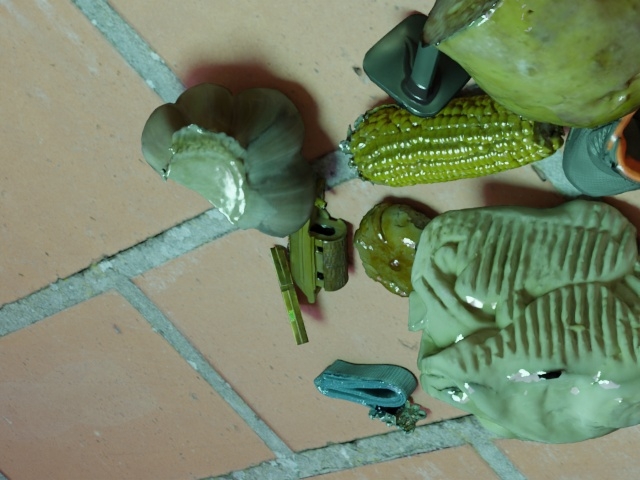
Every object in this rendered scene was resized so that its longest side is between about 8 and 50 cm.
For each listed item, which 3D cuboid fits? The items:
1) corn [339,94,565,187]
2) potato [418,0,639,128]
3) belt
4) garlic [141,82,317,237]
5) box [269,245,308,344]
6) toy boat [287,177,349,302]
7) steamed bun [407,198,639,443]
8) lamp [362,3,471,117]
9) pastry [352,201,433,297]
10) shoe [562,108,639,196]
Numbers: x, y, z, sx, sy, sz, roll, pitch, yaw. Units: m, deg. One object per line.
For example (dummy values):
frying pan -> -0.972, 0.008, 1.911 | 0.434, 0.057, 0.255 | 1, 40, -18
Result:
corn -> 0.162, -0.125, 2.013 | 0.318, 0.115, 0.115 | -4, 128, 42
potato -> 0.282, -0.245, 1.648 | 0.237, 0.301, 0.289 | 39, 158, -17
belt -> 0.076, 0.242, 2.546 | 0.179, 0.065, 0.100 | 7, 127, 38
garlic -> -0.125, -0.108, 2.179 | 0.237, 0.292, 0.210 | -2, 106, 6
box -> -0.048, 0.085, 2.452 | 0.023, 0.090, 0.133 | -15, 131, -1
toy boat -> 0.000, 0.000, 2.333 | 0.088, 0.068, 0.226 | 18, 138, 17
steamed bun -> 0.287, 0.133, 2.005 | 0.394, 0.346, 0.237 | 35, 155, 35
lamp -> 0.113, -0.299, 1.854 | 0.203, 0.124, 0.283 | 39, 143, 14
pastry -> 0.116, 0.012, 2.232 | 0.153, 0.081, 0.153 | 32, 151, 20
shoe -> 0.368, -0.109, 1.801 | 0.132, 0.171, 0.336 | 39, 144, -3
